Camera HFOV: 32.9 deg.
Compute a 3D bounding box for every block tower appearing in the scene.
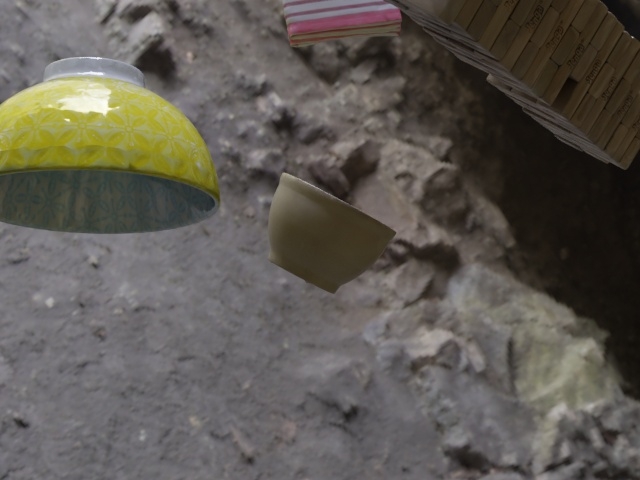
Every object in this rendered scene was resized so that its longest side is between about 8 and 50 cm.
[{"bbox_3d":[0.177,-0.162,0.878,0.091,0.097,0.335,35,8,41],"label":"block tower"}]

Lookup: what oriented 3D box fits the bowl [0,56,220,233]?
[{"bbox_3d":[-0.257,-0.113,1.220,0.289,0.289,0.156,14,71,-50],"label":"bowl"}]

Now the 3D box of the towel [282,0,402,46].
[{"bbox_3d":[0.019,-0.337,1.358,0.029,0.144,0.197,89,-7,-71],"label":"towel"}]

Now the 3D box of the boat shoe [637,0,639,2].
[{"bbox_3d":[0.293,-0.375,1.232,0.302,0.103,0.113,35,12,5],"label":"boat shoe"}]

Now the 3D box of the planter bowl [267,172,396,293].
[{"bbox_3d":[0.000,0.000,1.362,0.162,0.109,0.162,27,0,0],"label":"planter bowl"}]
